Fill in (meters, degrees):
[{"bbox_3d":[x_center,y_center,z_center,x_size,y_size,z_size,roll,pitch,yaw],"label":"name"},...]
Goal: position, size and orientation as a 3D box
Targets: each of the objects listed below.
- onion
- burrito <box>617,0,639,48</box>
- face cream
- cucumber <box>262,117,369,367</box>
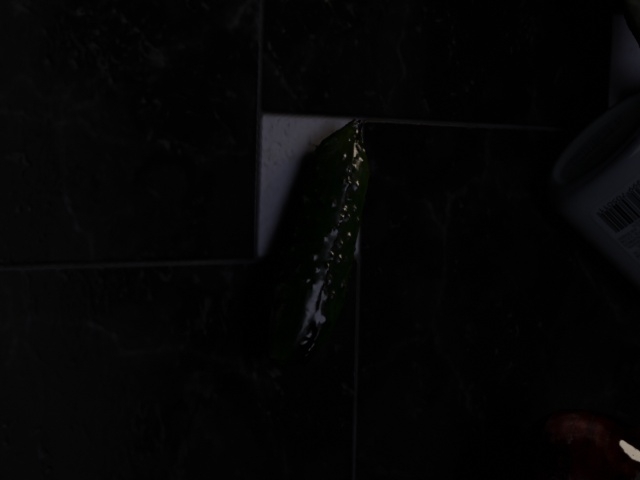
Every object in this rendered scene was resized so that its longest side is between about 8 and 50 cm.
[{"bbox_3d":[0.278,0.285,1.650,0.281,0.221,0.281,25,60,-53],"label":"onion"},{"bbox_3d":[0.311,-0.295,1.695,0.348,0.107,0.175,53,33,-27],"label":"burrito"},{"bbox_3d":[0.376,-0.014,1.784,0.163,0.080,0.336,-42,129,12],"label":"face cream"},{"bbox_3d":[0.000,0.000,1.469,0.069,0.069,0.227,30,68,-41],"label":"cucumber"}]
